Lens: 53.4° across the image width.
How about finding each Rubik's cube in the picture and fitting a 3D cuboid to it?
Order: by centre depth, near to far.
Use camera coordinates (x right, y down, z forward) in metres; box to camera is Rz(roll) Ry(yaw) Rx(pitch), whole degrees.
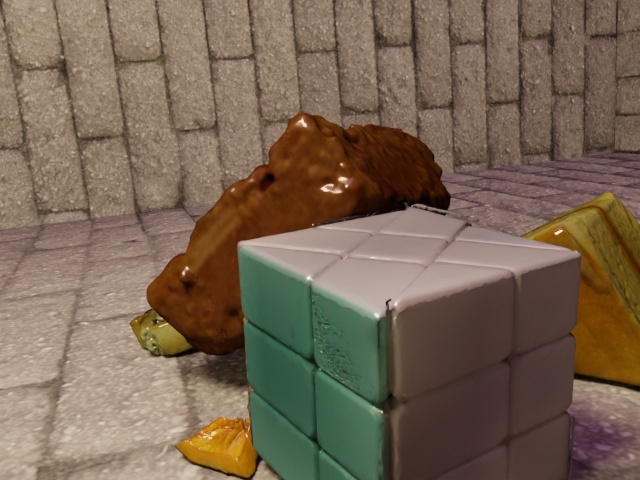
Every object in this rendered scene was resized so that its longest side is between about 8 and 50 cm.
[{"bbox_3d":[0.074,0.106,0.580,0.221,0.224,0.231,-12,19,-32],"label":"Rubik's cube"}]

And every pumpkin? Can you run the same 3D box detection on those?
[{"bbox_3d":[-0.098,0.207,0.664,0.101,0.035,0.073,5,18,27],"label":"pumpkin"}]

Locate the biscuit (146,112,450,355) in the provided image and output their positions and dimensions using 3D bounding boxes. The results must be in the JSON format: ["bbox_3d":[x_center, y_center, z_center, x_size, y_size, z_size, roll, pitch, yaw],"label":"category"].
[{"bbox_3d":[0.000,0.000,0.880,0.342,0.166,0.395,-48,-17,25],"label":"biscuit"}]

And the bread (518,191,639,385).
[{"bbox_3d":[0.285,0.114,0.906,0.362,0.245,0.233,-34,-8,40],"label":"bread"}]

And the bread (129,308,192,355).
[{"bbox_3d":[-0.215,0.128,0.994,0.117,0.064,0.156,1,13,31],"label":"bread"}]
